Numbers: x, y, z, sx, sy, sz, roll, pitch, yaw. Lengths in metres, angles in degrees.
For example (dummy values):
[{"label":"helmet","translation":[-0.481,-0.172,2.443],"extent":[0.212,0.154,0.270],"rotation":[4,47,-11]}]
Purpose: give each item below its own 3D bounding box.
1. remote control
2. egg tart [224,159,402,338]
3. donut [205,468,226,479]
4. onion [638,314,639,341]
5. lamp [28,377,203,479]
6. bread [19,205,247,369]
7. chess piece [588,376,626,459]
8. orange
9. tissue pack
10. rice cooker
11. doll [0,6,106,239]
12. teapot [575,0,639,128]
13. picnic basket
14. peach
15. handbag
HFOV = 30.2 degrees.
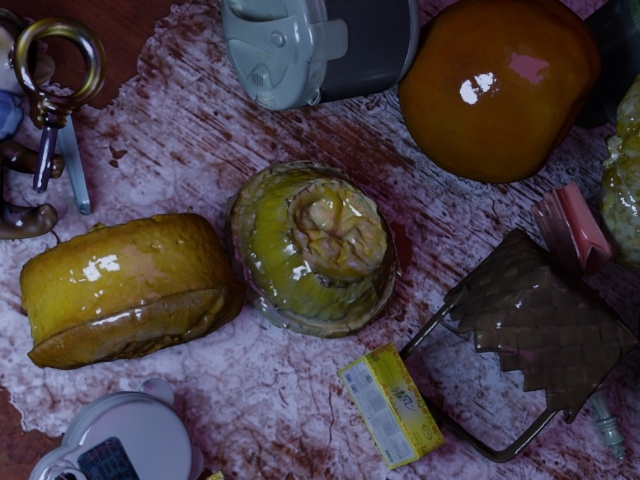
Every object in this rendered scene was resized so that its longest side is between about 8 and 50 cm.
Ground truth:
[{"label":"remote control","translation":[-0.369,-0.119,1.758],"extent":[0.029,0.061,0.162],"rotation":[-12,75,-11]},{"label":"egg tart","translation":[0.000,0.000,1.859],"extent":[0.315,0.120,0.315],"rotation":[10,64,-23]},{"label":"donut","translation":[-0.137,0.371,1.673],"extent":[0.038,0.067,0.083],"rotation":[-23,115,-15]},{"label":"onion","translation":[0.683,0.207,2.001],"extent":[0.345,0.358,0.358],"rotation":[-24,81,-9]},{"label":"lamp","translation":[-0.283,0.304,1.597],"extent":[0.246,0.108,0.179],"rotation":[-29,98,-30]},{"label":"bread","translation":[-0.248,0.059,1.674],"extent":[0.340,0.179,0.194],"rotation":[-12,75,-30]},{"label":"chess piece","translation":[0.488,0.303,2.022],"extent":[0.059,0.059,0.149],"rotation":[-19,86,-31]},{"label":"orange","translation":[0.617,-0.119,1.975],"extent":[0.271,0.210,0.369],"rotation":[13,89,-44]},{"label":"tissue pack","translation":[0.109,0.255,1.823],"extent":[0.062,0.095,0.176],"rotation":[-25,82,-33]},{"label":"rice cooker","translation":[-0.011,-0.357,1.913],"extent":[0.277,0.288,0.288],"rotation":[-14,76,-29]},{"label":"doll","translation":[-0.470,-0.161,1.634],"extent":[0.318,0.209,0.340],"rotation":[9,71,-10]},{"label":"teapot","translation":[0.569,-0.336,2.153],"extent":[0.200,0.337,0.270],"rotation":[4,69,-25]},{"label":"picnic basket","translation":[0.301,0.171,1.863],"extent":[0.254,0.291,0.321],"rotation":[41,100,-11]},{"label":"peach","translation":[0.288,-0.267,1.994],"extent":[0.301,0.343,0.343],"rotation":[34,57,12]},{"label":"handbag","translation":[0.423,-0.011,2.025],"extent":[0.059,0.212,0.157],"rotation":[-24,80,-3]}]
